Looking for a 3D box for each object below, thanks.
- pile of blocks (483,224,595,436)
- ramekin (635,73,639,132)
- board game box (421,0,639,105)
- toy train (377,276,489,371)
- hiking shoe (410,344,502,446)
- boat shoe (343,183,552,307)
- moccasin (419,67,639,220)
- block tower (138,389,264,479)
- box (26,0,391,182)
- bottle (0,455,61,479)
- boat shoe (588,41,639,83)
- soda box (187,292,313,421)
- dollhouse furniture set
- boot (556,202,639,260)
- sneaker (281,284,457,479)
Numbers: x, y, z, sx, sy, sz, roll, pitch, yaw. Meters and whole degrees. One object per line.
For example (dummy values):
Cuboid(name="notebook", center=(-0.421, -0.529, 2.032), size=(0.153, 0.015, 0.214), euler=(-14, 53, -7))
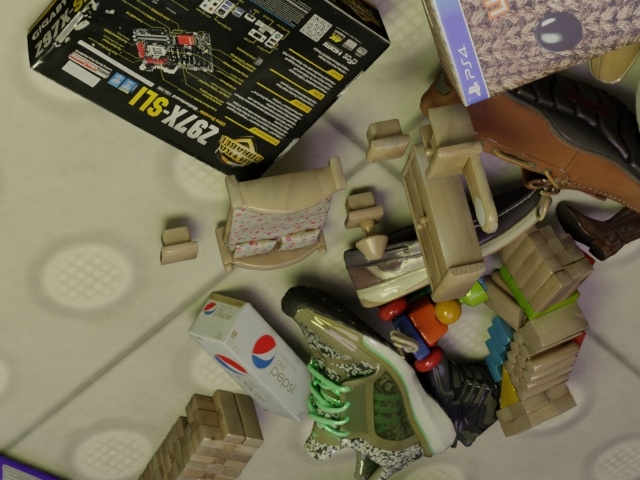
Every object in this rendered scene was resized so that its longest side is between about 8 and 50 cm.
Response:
Cuboid(name="pile of blocks", center=(0.312, 0.116, 1.973), size=(0.113, 0.149, 0.362), euler=(-19, 133, -27))
Cuboid(name="ramekin", center=(0.510, -0.173, 1.706), size=(0.273, 0.127, 0.272), euler=(-5, 107, -17))
Cuboid(name="board game box", center=(0.244, -0.317, 1.501), size=(0.291, 0.141, 0.232), euler=(-21, 118, 3))
Cuboid(name="toy train", center=(0.161, 0.095, 1.845), size=(0.143, 0.248, 0.105), euler=(-35, 96, 4))
Cuboid(name="hiking shoe", center=(0.212, 0.206, 2.071), size=(0.114, 0.086, 0.227), euler=(-36, 137, -4))
Cuboid(name="boat shoe", center=(0.162, -0.011, 1.832), size=(0.285, 0.103, 0.092), euler=(-28, 101, 10))
Cuboid(name="moccasin", center=(0.290, -0.117, 1.746), size=(0.380, 0.139, 0.147), euler=(18, 138, -34))
Cuboid(name="block tower", center=(-0.205, 0.364, 2.076), size=(0.091, 0.097, 0.335), euler=(16, 124, -28))
Cuboid(name="box", center=(-0.121, -0.225, 1.565), size=(0.322, 0.079, 0.257), euler=(27, 122, -35))
Cuboid(name="bottle", center=(-0.479, 0.357, 1.987), size=(0.118, 0.092, 0.283), euler=(-40, 130, 22))
Cuboid(name="boat shoe", center=(0.371, -0.258, 1.678), size=(0.068, 0.072, 0.190), euler=(-3, 132, -13))
Cuboid(name="soda box", center=(-0.087, 0.162, 1.918), size=(0.069, 0.074, 0.216), euler=(-59, 136, -20))
Cuboid(name="dollhouse furniture set", center=(0.000, 0.000, 1.649), size=(0.356, 0.173, 0.303), euler=(-11, 163, -11))
Cuboid(name="boot", center=(0.392, -0.030, 1.913), size=(0.114, 0.106, 0.037), euler=(-29, 158, -28))
Cuboid(name="sneaker", center=(0.042, 0.224, 1.932), size=(0.182, 0.158, 0.410), euler=(-46, 131, -8))
